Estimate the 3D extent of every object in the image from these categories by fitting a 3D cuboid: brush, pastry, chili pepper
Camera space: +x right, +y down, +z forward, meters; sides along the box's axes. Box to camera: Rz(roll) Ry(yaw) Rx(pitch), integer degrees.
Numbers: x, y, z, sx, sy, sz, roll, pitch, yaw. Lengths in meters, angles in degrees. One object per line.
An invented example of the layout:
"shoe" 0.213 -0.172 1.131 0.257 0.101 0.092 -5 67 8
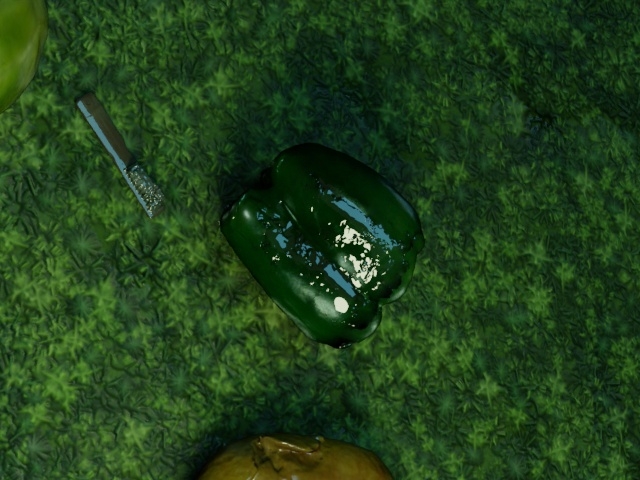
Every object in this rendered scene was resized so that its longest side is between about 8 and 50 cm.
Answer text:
"brush" -0.266 -0.117 2.135 0.034 0.027 0.190 -36 97 -34
"pastry" -0.034 0.408 2.075 0.356 0.164 0.356 9 73 -32
"chili pepper" 0.000 0.000 2.152 0.257 0.248 0.233 40 73 -6

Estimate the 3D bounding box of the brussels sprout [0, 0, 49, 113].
"brussels sprout" -0.481 -0.288 1.902 0.344 0.268 0.344 8 70 -23
